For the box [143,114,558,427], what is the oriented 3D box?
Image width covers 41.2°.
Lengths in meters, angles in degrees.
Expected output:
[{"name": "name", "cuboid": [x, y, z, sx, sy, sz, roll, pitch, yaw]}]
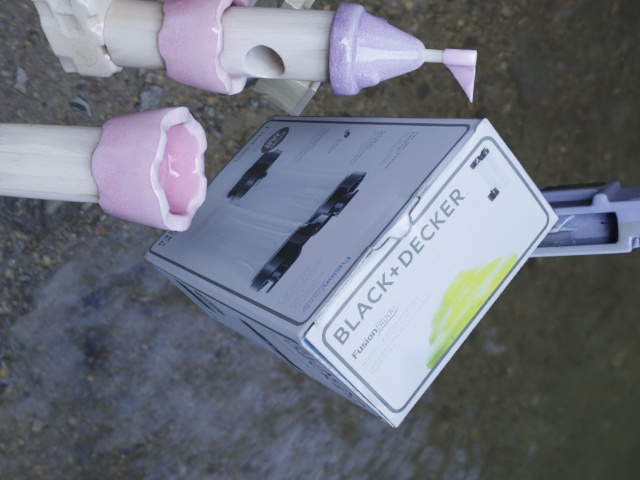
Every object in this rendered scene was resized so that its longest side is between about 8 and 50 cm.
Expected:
[{"name": "box", "cuboid": [0.000, 0.000, 0.596, 0.169, 0.290, 0.087, -50, 116, -14]}]

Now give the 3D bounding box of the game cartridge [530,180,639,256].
[{"name": "game cartridge", "cuboid": [0.177, -0.020, 0.873, 0.230, 0.355, 0.068, -27, 111, -66]}]

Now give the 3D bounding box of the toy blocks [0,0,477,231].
[{"name": "toy blocks", "cuboid": [-0.049, -0.201, 0.439, 0.289, 0.260, 0.309, 78, 21, -48]}]

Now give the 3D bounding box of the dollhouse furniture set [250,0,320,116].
[{"name": "dollhouse furniture set", "cuboid": [-0.040, -0.248, 0.909, 0.151, 0.144, 0.123, 32, 53, -10]}]
